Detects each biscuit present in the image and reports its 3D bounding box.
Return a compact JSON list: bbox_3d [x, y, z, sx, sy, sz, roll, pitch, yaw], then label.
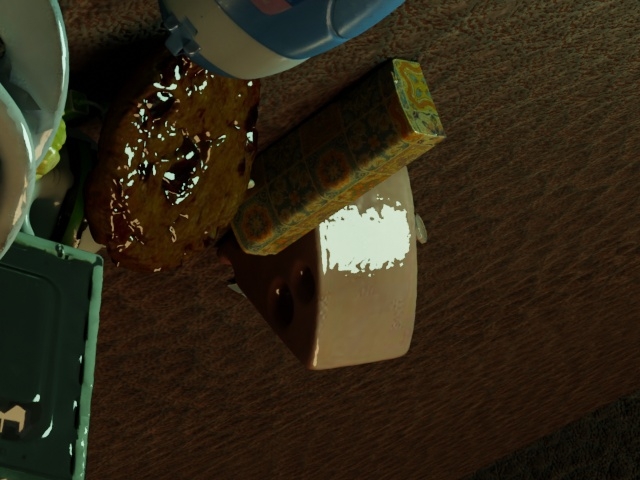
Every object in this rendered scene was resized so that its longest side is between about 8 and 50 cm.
[{"bbox_3d":[-0.104,-0.063,1.368,0.192,0.049,0.192,-43,148,-34],"label":"biscuit"}]

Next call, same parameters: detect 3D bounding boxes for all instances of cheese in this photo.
[{"bbox_3d":[0.013,-0.009,1.716,0.128,0.203,0.177,-4,125,-31],"label":"cheese"}]

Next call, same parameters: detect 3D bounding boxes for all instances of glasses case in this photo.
[{"bbox_3d":[0.007,-0.068,1.578,0.218,0.075,0.049,-34,156,36],"label":"glasses case"}]

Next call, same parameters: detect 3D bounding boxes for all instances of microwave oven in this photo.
[{"bbox_3d":[-0.366,0.107,1.275,0.355,0.218,0.286,19,145,-25],"label":"microwave oven"}]

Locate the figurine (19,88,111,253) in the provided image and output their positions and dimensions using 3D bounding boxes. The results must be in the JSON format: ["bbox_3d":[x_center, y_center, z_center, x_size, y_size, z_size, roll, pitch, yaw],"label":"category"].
[{"bbox_3d":[-0.219,-0.034,1.370,0.192,0.147,0.126,17,164,-33],"label":"figurine"}]

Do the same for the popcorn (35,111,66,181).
[{"bbox_3d":[-0.235,-0.081,1.249,0.121,0.106,0.116,-17,151,-25],"label":"popcorn"}]

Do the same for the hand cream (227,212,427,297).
[{"bbox_3d":[0.010,0.021,1.902,0.210,0.043,0.067,-20,160,15],"label":"hand cream"}]

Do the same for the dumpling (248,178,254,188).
[{"bbox_3d":[-0.102,-0.046,1.588,0.077,0.043,0.059,-31,-177,-18],"label":"dumpling"}]

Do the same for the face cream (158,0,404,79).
[{"bbox_3d":[-0.010,-0.190,1.109,0.264,0.149,0.083,-39,175,42],"label":"face cream"}]

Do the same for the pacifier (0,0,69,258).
[{"bbox_3d":[-0.265,-0.085,1.090,0.287,0.238,0.226,-35,-169,15],"label":"pacifier"}]
